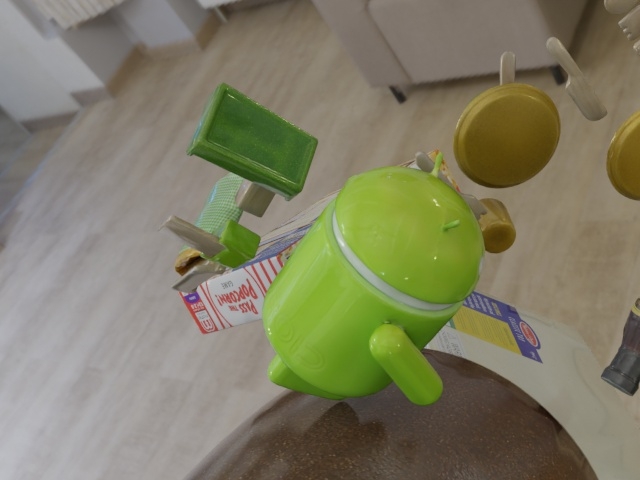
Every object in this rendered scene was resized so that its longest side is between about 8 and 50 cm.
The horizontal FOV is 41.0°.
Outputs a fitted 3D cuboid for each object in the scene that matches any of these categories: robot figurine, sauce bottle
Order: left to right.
[{"bbox_3d":[0.020,0.018,0.349,0.115,0.067,0.101,-54,26,34],"label":"robot figurine"},{"bbox_3d":[0.247,0.052,0.616,0.042,0.042,0.128,27,83,51],"label":"sauce bottle"}]

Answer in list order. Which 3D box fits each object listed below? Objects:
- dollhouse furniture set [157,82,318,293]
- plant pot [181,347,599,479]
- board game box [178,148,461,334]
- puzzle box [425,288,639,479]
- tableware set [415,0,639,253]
[{"bbox_3d":[-0.064,-0.025,0.476,0.152,0.059,0.076,-30,37,59],"label":"dollhouse furniture set"},{"bbox_3d":[-0.004,0.167,0.352,0.216,0.230,0.215,1,93,27],"label":"plant pot"},{"bbox_3d":[0.000,0.000,0.690,0.193,0.045,0.147,-34,10,-38],"label":"board game box"},{"bbox_3d":[0.230,0.171,0.987,0.409,0.272,0.052,-92,25,-68],"label":"puzzle box"},{"bbox_3d":[0.123,-0.053,0.379,0.154,0.104,0.024,-40,26,11],"label":"tableware set"}]
